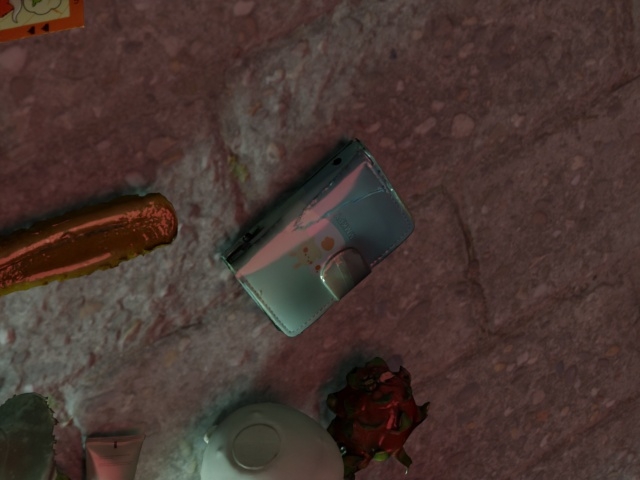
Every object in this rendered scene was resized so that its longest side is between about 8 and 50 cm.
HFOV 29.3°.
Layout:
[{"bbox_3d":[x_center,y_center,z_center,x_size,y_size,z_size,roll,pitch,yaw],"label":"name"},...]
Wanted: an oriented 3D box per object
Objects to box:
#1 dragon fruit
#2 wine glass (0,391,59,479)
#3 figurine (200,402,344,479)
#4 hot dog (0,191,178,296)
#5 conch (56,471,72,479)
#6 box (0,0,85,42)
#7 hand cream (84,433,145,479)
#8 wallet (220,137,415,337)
[{"bbox_3d":[0.080,0.290,1.864,0.135,0.137,0.236,-11,121,-43],"label":"dragon fruit"},{"bbox_3d":[-0.482,0.216,1.394,0.323,0.238,0.238,34,93,-38],"label":"wine glass"},{"bbox_3d":[-0.080,0.424,1.806,0.274,0.226,0.394,-42,145,-25],"label":"figurine"},{"bbox_3d":[-0.315,0.008,1.497,0.289,0.068,0.083,-17,100,-21],"label":"hot dog"},{"bbox_3d":[-0.370,0.358,1.657,0.089,0.074,0.121,-4,140,2],"label":"conch"},{"bbox_3d":[-0.400,-0.321,1.168,0.283,0.214,0.259,-18,125,-26],"label":"box"},{"bbox_3d":[-0.296,0.357,1.708,0.087,0.054,0.186,1,107,-29],"label":"hand cream"},{"bbox_3d":[0.000,0.000,1.696,0.250,0.075,0.176,-41,126,-7],"label":"wallet"}]
